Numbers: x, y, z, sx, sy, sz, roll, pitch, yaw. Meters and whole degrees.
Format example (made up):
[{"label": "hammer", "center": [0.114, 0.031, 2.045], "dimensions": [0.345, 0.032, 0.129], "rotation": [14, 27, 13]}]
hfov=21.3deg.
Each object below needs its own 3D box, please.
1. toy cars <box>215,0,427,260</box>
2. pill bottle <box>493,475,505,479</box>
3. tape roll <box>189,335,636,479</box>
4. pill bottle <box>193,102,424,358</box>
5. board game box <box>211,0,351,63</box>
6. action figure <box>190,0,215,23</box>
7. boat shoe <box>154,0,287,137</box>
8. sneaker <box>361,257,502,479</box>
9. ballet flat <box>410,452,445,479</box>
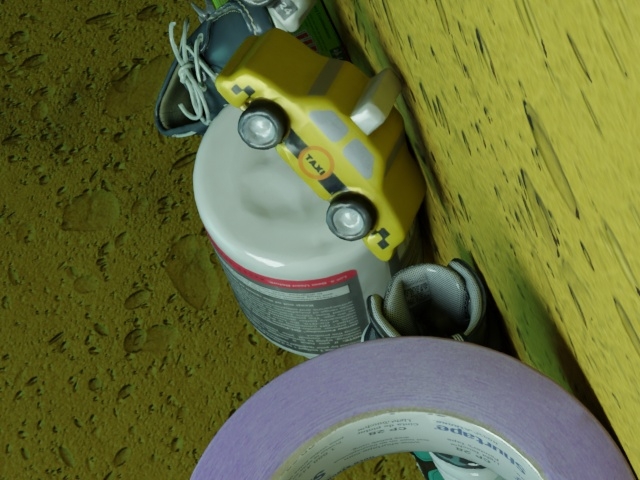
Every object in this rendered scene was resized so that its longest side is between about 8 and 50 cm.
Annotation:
[{"label": "toy cars", "center": [-0.015, -0.173, 1.278], "dimensions": [0.176, 0.087, 0.394], "rotation": [8, -127, -50]}, {"label": "pill bottle", "center": [0.159, 0.208, 1.086], "dimensions": [0.078, 0.078, 0.137], "rotation": [70, 177, -45]}, {"label": "tape roll", "center": [0.054, 0.198, 0.983], "dimensions": [0.090, 0.274, 0.275], "rotation": [72, 175, -67]}, {"label": "pill bottle", "center": [0.000, 0.000, 1.480], "dimensions": [0.318, 0.176, 0.176], "rotation": [74, 173, -67]}, {"label": "board game box", "center": [-0.044, -0.206, 1.571], "dimensions": [0.043, 0.092, 0.181], "rotation": [74, 173, -65]}, {"label": "action figure", "center": [-0.064, -0.195, 2.050], "dimensions": [0.285, 0.099, 0.185], "rotation": [64, 172, 1]}, {"label": "boat shoe", "center": [-0.090, -0.147, 1.464], "dimensions": [0.254, 0.079, 0.095], "rotation": [148, 105, -70]}, {"label": "sneaker", "center": [0.085, 0.075, 1.313], "dimensions": [0.268, 0.101, 0.153], "rotation": [-131, 19, -64]}, {"label": "ballet flat", "center": [0.124, 0.183, 1.620], "dimensions": [0.241, 0.091, 0.077], "rotation": [77, -167, -52]}]
